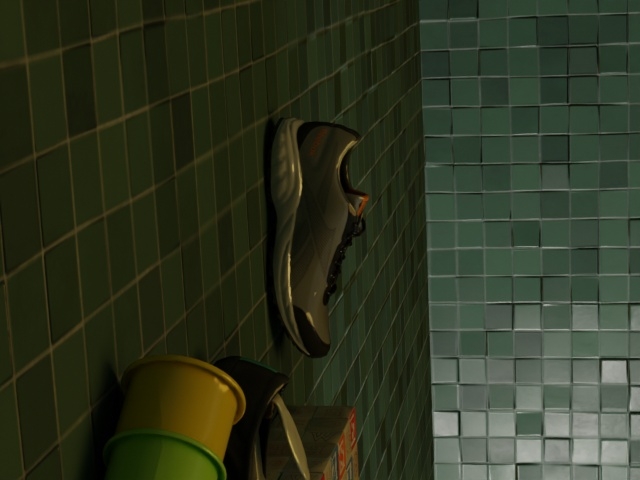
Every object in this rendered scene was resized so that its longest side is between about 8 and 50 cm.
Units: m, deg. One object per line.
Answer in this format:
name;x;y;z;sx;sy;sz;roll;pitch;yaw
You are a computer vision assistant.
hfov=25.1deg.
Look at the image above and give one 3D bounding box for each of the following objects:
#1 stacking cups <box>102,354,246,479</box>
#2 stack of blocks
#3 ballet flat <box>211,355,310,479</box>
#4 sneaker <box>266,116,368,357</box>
stacking cups;-0.131;0.230;0.960;0.096;0.096;0.316;78;21;-48
stack of blocks;-0.023;0.299;1.499;0.297;0.087;0.171;-51;139;-74
ballet flat;-0.057;0.243;1.288;0.095;0.096;0.281;-55;143;-73
sneaker;0.000;0.000;1.590;0.100;0.108;0.272;-52;142;-76
